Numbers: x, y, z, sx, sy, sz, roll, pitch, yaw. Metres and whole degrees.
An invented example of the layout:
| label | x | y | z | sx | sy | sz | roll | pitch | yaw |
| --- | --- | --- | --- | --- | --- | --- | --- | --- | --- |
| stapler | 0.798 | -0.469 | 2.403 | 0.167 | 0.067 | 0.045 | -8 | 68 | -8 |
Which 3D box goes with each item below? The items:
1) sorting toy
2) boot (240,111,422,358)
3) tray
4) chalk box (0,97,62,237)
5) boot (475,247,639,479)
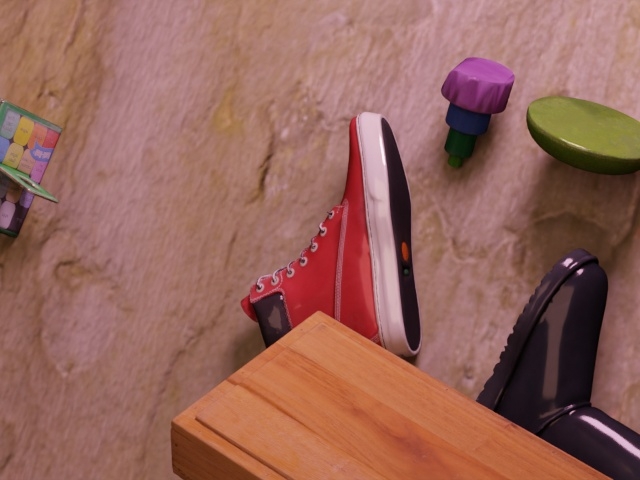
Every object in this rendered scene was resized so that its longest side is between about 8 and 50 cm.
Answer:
| label | x | y | z | sx | sy | sz | roll | pitch | yaw |
| --- | --- | --- | --- | --- | --- | --- | --- | --- | --- |
| sorting toy | 0.260 | -0.046 | 1.755 | 0.365 | 0.127 | 0.126 | 28 | 119 | 25 |
| boot | 0.000 | 0.000 | 1.831 | 0.176 | 0.088 | 0.244 | -6 | 81 | 20 |
| tray | 0.088 | 0.221 | 1.619 | 0.411 | 0.076 | 0.203 | 29 | 46 | 29 |
| chalk box | -0.368 | -0.092 | 1.955 | 0.213 | 0.132 | 0.132 | 21 | 87 | 21 |
| boot | 0.255 | 0.159 | 1.698 | 0.207 | 0.094 | 0.246 | 32 | 98 | 26 |
